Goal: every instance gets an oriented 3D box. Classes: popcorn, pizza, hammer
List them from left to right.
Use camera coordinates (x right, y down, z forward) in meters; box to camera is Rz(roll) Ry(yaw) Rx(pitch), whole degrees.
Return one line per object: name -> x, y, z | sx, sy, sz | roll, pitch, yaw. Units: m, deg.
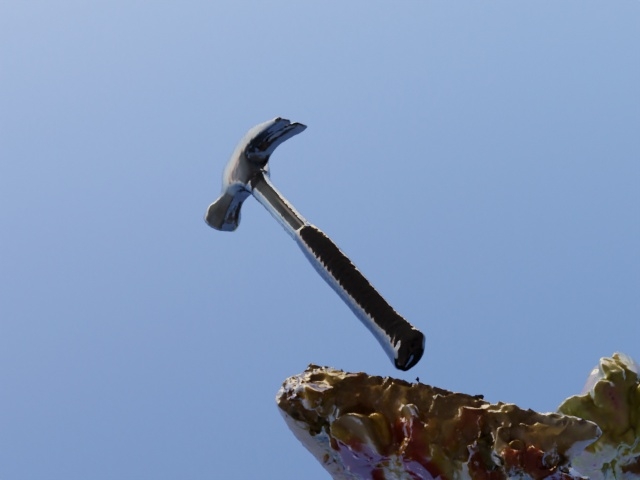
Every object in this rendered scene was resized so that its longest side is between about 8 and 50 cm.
hammer -> 0.000, 0.000, 0.724 | 0.029, 0.103, 0.246 | 12, -157, -40
pizza -> 0.078, 0.138, 0.640 | 0.188, 0.199, 0.062 | 43, -129, -23
popcorn -> 0.233, 0.152, 0.876 | 0.097, 0.109, 0.089 | -9, -138, -45
